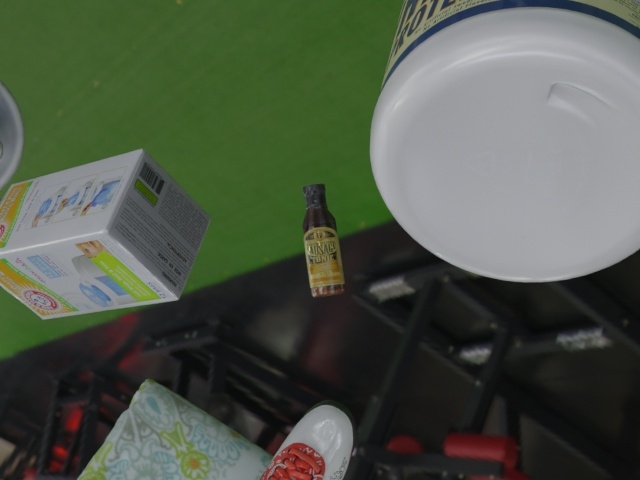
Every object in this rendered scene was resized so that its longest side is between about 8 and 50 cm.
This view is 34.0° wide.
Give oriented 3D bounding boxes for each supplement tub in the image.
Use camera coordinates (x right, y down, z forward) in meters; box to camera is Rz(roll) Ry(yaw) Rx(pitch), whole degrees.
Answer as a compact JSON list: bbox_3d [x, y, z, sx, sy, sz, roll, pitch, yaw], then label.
[{"bbox_3d":[0.176,-0.150,0.866,0.235,0.325,0.236,7,131,8],"label":"supplement tub"}]

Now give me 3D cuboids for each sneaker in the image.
[{"bbox_3d":[-0.049,0.327,1.302,0.090,0.270,0.145,35,-174,10],"label":"sneaker"}]

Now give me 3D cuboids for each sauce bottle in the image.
[{"bbox_3d":[0.000,0.000,1.194,0.042,0.128,0.042,-10,176,-1],"label":"sauce bottle"}]

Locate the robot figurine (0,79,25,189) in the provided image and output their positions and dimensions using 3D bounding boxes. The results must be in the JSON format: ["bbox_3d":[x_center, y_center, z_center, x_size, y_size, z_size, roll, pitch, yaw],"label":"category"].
[{"bbox_3d":[-0.517,-0.146,1.437,0.353,0.199,0.300,-169,63,-70],"label":"robot figurine"}]

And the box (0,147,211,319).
[{"bbox_3d":[-0.230,-0.001,1.045,0.203,0.103,0.114,-9,138,34],"label":"box"}]

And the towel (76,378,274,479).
[{"bbox_3d":[-0.209,0.423,1.443,0.320,0.374,0.090,34,153,0],"label":"towel"}]
